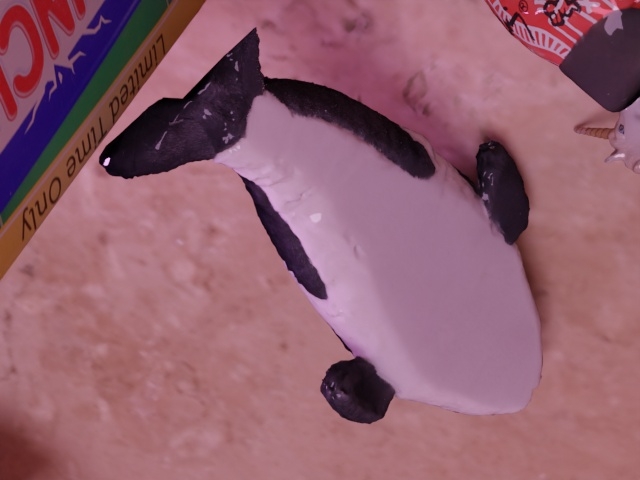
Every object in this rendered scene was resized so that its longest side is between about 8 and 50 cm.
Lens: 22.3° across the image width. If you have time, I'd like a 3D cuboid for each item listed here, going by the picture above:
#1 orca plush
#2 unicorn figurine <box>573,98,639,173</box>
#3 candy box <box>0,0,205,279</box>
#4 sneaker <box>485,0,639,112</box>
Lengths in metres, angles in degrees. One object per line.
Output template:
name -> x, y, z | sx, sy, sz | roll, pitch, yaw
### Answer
orca plush -> 0.000, 0.000, 0.784 | 0.287, 0.151, 0.102 | 22, 178, -44
unicorn figurine -> 0.187, -0.075, 0.708 | 0.161, 0.060, 0.111 | 5, 126, 16
candy box -> -0.170, -0.160, 0.605 | 0.122, 0.268, 0.317 | 5, 130, 19
sneaker -> 0.142, -0.191, 0.604 | 0.145, 0.090, 0.270 | 42, 115, 8
